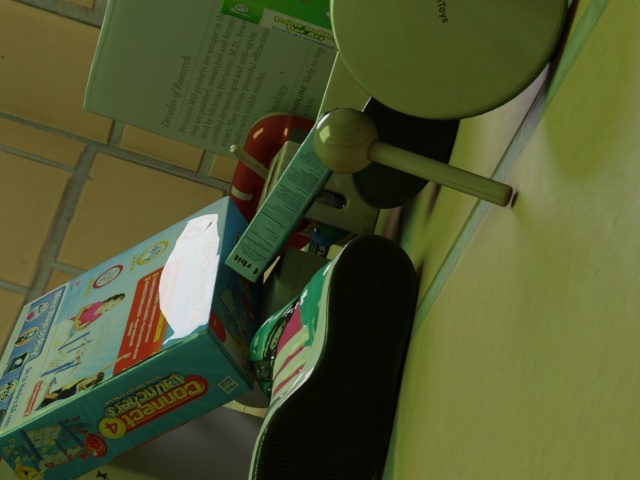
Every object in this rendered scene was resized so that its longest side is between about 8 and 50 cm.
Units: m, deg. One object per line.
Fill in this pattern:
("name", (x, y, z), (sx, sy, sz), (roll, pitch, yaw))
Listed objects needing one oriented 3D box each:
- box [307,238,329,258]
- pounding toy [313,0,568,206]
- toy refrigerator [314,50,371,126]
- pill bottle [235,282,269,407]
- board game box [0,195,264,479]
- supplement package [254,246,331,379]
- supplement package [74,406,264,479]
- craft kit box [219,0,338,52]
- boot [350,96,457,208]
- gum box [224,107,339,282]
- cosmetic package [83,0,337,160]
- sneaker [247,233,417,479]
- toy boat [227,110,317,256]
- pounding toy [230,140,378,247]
("box", (0.000, 0.000, 1.764), (0.083, 0.018, 0.067), (-96, 25, -71))
("pounding toy", (0.103, -0.153, 0.988), (0.110, 0.183, 0.236), (12, -87, -73))
("toy refrigerator", (0.065, -0.217, 1.540), (0.102, 0.094, 0.269), (124, 163, -86))
("pill bottle", (-0.079, 0.132, 1.665), (0.208, 0.118, 0.117), (-96, 25, -72))
("board game box", (-0.214, 0.114, 1.360), (0.302, 0.086, 0.308), (-27, 24, 14))
("supplement package", (-0.020, 0.095, 1.392), (0.179, 0.105, 0.105), (124, 161, -64))
("supplement package", (-0.201, 0.301, 1.507), (0.175, 0.293, 0.177), (-88, 16, -62))
("craft kit box", (0.015, -0.379, 1.652), (0.061, 0.247, 0.249), (125, 160, -68))
("boot", (0.085, -0.128, 1.291), (0.229, 0.091, 0.262), (116, 174, -74))
("gum box", (-0.024, -0.052, 1.312), (0.184, 0.041, 0.157), (-56, 0, 10))
("cosmetic package", (-0.106, -0.349, 1.880), (0.327, 0.394, 0.329), (116, 169, -47))
("sneaker", (-0.013, 0.150, 1.146), (0.178, 0.124, 0.295), (-47, 18, 61))
("toy boat", (-0.052, -0.063, 1.797), (0.151, 0.151, 0.231), (-88, 17, -50))
("pounding toy", (-0.035, -0.050, 1.527), (0.206, 0.181, 0.094), (145, 141, -77))
